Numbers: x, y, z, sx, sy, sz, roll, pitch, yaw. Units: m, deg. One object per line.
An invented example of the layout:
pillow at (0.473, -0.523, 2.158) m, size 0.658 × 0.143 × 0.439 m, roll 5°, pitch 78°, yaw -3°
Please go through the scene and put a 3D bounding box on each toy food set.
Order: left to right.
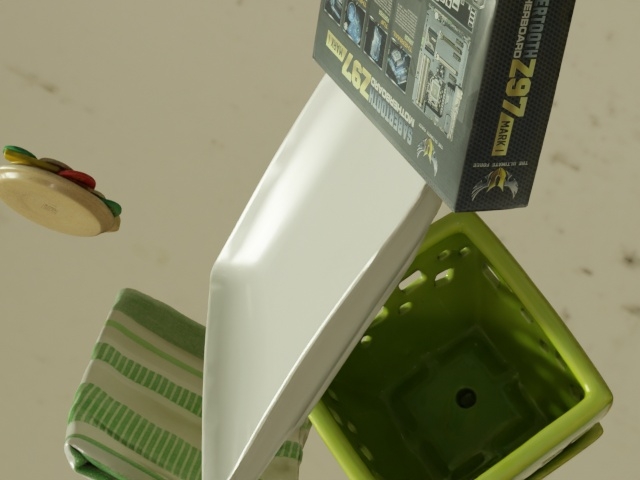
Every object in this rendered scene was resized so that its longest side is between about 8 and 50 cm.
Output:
toy food set at (-0.161, -0.027, 0.961) m, size 0.082 × 0.083 × 0.020 m, roll 108°, pitch -178°, yaw -68°

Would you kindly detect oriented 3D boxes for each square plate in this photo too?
square plate at (0.000, 0.000, 1.259) m, size 0.347 × 0.049 × 0.344 m, roll -58°, pitch 19°, yaw 28°

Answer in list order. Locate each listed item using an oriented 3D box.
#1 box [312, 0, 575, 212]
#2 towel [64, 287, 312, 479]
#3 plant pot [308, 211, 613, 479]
box at (0.073, -0.151, 1.003) m, size 0.059 × 0.232 × 0.183 m, roll -4°, pitch -59°, yaw -23°
towel at (-0.120, 0.177, 1.558) m, size 0.038 × 0.248 × 0.325 m, roll -57°, pitch 9°, yaw 24°
plant pot at (0.121, 0.140, 1.443) m, size 0.228 × 0.227 × 0.207 m, roll -35°, pitch -22°, yaw 1°
